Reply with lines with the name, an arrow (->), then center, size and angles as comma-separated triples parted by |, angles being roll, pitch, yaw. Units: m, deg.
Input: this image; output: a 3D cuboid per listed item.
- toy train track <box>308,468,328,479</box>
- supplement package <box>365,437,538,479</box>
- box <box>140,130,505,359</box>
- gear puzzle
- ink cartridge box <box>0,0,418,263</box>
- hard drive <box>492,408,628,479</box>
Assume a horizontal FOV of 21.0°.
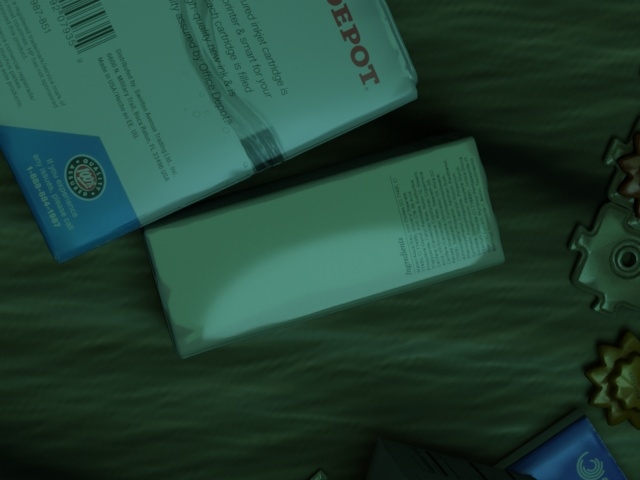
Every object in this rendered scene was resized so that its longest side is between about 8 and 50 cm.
toy train track -> -0.028, 0.225, 1.457 | 0.083, 0.014, 0.048 | -43, 94, -6
supplement package -> 0.090, 0.315, 1.346 | 0.145, 0.204, 0.262 | 16, 95, -10
box -> 0.000, 0.000, 1.388 | 0.275, 0.094, 0.113 | -15, 99, -5
gear puzzle -> 0.306, 0.001, 1.455 | 0.175, 0.044, 0.339 | 22, 94, -10
ink cartridge box -> -0.111, -0.152, 1.332 | 0.307, 0.129, 0.223 | -25, 100, -4
hard drive -> 0.147, 0.320, 1.480 | 0.318, 0.040, 0.210 | -34, 101, -2
